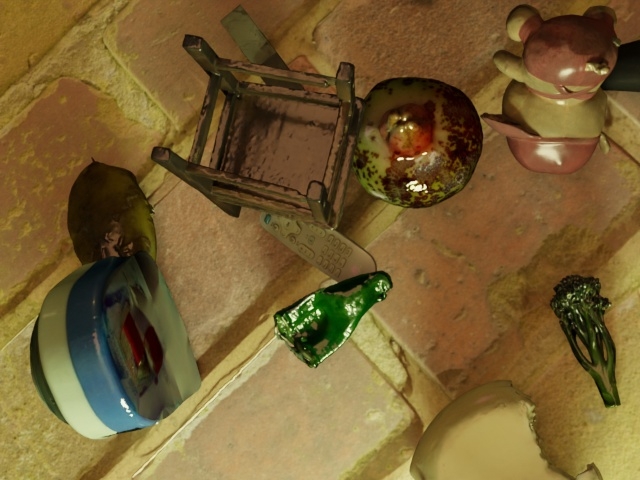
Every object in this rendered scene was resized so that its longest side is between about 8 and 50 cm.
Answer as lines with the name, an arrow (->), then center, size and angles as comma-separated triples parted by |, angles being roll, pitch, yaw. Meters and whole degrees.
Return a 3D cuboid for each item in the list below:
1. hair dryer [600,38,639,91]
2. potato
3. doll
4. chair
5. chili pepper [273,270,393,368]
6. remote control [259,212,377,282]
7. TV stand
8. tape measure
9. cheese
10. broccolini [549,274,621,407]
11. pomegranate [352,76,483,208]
hair dryer -> 0.533, -0.374, 1.539 | 0.304, 0.120, 0.359 | 0, 68, 31
potato -> -0.357, -0.028, 1.698 | 0.149, 0.113, 0.251 | -23, 75, 15
doll -> 0.343, -0.219, 1.476 | 0.196, 0.255, 0.152 | 17, 41, 18
chair -> -0.056, -0.131, 1.485 | 0.241, 0.416, 0.203 | 11, 83, 11
chili pepper -> 0.022, 0.118, 1.571 | 0.216, 0.062, 0.108 | -32, 95, 18
remote control -> 0.000, 0.000, 1.624 | 0.229, 0.044, 0.073 | 35, 113, 22
TV stand -> -0.084, -0.295, 1.712 | 0.049, 0.040, 0.256 | -38, 71, 7
tape measure -> -0.324, 0.175, 1.542 | 0.138, 0.262, 0.259 | -15, 105, 19
cheese -> 0.267, 0.339, 1.433 | 0.233, 0.127, 0.266 | -34, 73, 7
broccolini -> 0.402, 0.147, 1.482 | 0.091, 0.068, 0.202 | -17, 90, 25
pomegranate -> 0.139, -0.158, 1.510 | 0.214, 0.248, 0.214 | -2, 80, 10
